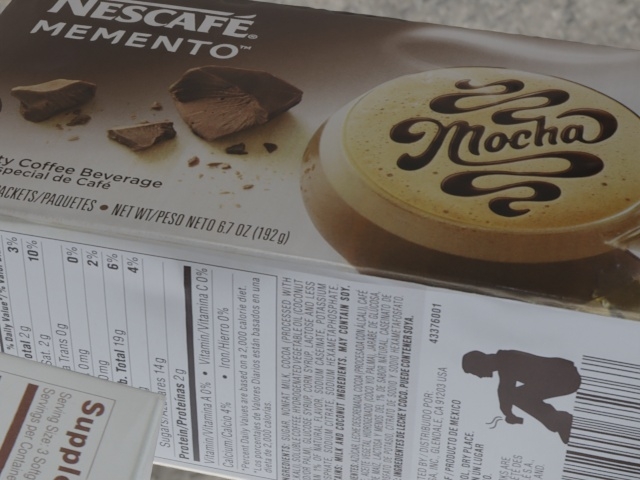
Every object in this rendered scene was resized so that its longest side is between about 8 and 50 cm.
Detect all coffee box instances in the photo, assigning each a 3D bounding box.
[{"bbox_3d":[0.000,0.000,0.570,0.297,0.168,0.118,10,129,11],"label":"coffee box"}]

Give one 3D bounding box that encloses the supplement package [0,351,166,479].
[{"bbox_3d":[-0.145,0.087,0.393,0.179,0.105,0.105,15,132,-1],"label":"supplement package"}]
